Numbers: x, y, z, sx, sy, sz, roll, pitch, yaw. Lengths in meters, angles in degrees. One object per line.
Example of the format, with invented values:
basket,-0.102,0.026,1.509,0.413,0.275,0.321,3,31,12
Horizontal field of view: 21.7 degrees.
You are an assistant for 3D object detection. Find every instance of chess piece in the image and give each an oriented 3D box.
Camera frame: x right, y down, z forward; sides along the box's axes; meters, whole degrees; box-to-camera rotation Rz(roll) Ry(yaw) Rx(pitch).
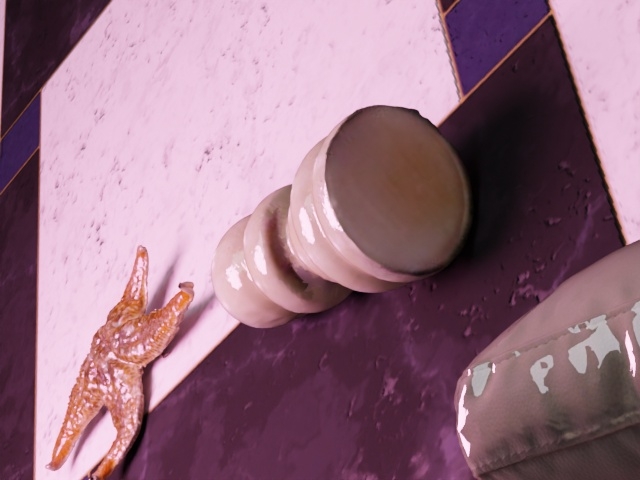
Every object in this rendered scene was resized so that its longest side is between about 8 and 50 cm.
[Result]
chess piece,0.000,0.000,1.299,0.243,0.133,0.133,-33,43,54

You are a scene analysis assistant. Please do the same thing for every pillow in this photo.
pillow,0.232,0.032,0.679,0.255,0.322,0.119,-21,78,40

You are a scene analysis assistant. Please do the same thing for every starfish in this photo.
starfish,-0.185,0.128,1.567,0.138,0.050,0.247,41,112,59
